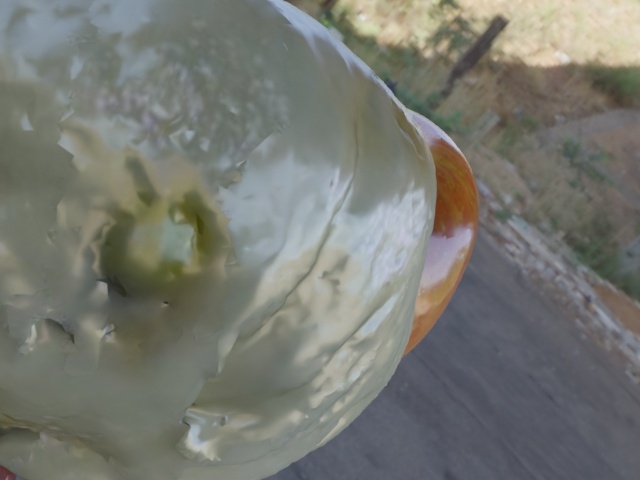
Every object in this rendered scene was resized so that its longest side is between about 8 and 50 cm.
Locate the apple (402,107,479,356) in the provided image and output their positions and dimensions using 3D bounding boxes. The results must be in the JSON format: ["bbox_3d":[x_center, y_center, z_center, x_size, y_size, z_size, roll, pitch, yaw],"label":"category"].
[{"bbox_3d":[0.000,0.000,0.825,0.242,0.241,0.242,11,45,-11],"label":"apple"}]

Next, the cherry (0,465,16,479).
[{"bbox_3d":[-0.449,0.249,1.071,0.239,0.239,0.206,-19,106,-72],"label":"cherry"}]

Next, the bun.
[{"bbox_3d":[-0.124,0.011,0.489,0.365,0.365,0.219,32,57,-33],"label":"bun"}]
